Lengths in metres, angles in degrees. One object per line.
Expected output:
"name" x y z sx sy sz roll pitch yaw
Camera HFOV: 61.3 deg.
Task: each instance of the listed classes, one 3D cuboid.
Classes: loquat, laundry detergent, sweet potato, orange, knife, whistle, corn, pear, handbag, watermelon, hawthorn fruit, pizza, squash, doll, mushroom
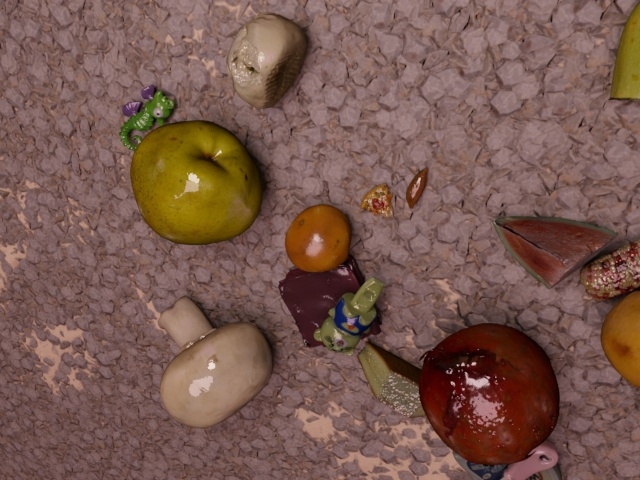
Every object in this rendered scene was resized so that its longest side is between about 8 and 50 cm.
"loquat" 0.647 0.192 1.023 0.208 0.208 0.207 8 116 16
"laundry detergent" 0.479 0.575 1.320 0.215 0.105 0.280 -34 101 26
"sweet potato" 0.202 -0.111 1.137 0.034 0.034 0.095 22 109 8
"orange" 0.000 0.000 1.193 0.159 0.158 0.136 -29 126 28
"knife" 0.436 0.570 1.260 0.081 0.043 0.335 26 123 -3
"whistle" 0.072 0.172 1.205 0.105 0.085 0.227 28 119 -8
"corn" 0.624 0.036 1.027 0.253 0.086 0.086 -31 101 28
"pear" -0.267 -0.118 1.168 0.295 0.294 0.294 8 116 16
"handbag" 0.025 0.153 1.300 0.203 0.074 0.216 -18 109 25
"watermelon" 0.446 -0.005 1.041 0.207 0.202 0.136 30 81 1
"hawthorn fruit" 0.359 0.314 1.143 0.316 0.316 0.315 8 116 16
"pizza" 0.133 -0.079 1.180 0.078 0.025 0.083 44 119 -1
"squash" 0.543 -0.315 0.877 0.123 0.123 0.186 3 111 18
"doll" -0.408 -0.281 1.263 0.190 0.050 0.115 -26 97 29
"mushroom" -0.298 0.296 1.388 0.336 0.314 0.314 45 122 20

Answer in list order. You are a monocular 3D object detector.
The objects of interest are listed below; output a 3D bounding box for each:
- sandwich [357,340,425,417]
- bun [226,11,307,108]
"sandwich" 0.202 0.352 1.323 0.258 0.096 0.094 30 115 1
"bun" -0.116 -0.350 1.043 0.128 0.193 0.178 33 117 2
